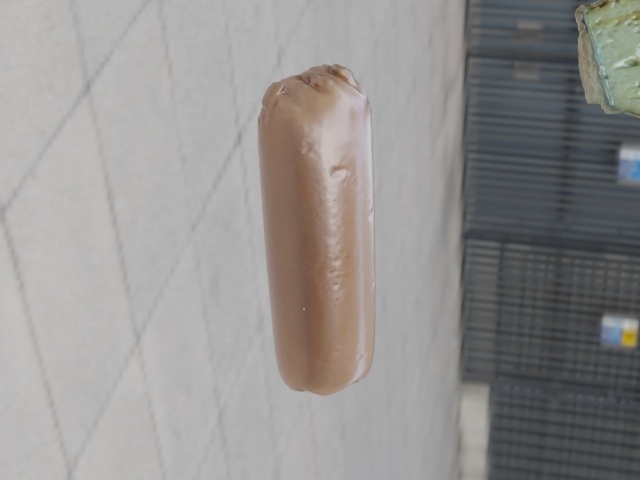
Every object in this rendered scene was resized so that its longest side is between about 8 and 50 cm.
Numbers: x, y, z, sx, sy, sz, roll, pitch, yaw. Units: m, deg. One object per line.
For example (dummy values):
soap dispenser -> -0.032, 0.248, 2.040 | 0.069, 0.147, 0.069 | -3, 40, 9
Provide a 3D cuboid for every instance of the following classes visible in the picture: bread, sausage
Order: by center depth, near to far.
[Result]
sausage -> -0.001, 0.000, 1.019 | 0.086, 0.086, 0.289 | -68, 161, -51
bread -> 0.359, -0.177, 1.247 | 0.088, 0.232, 0.128 | 55, 28, -64
